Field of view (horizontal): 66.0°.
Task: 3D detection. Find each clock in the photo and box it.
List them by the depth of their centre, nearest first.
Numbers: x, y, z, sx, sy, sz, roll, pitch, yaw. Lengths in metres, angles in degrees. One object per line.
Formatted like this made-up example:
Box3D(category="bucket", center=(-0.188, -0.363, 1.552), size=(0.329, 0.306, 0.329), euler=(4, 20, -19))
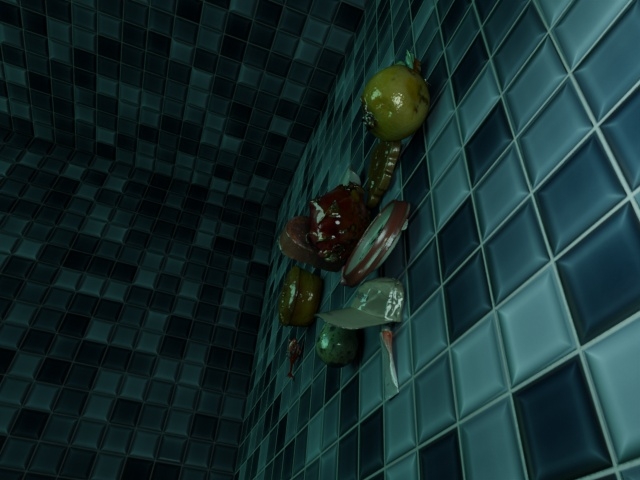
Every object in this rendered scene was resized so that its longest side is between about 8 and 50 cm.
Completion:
Box3D(category="clock", center=(0.179, 0.012, 1.525), size=(0.319, 0.080, 0.318), euler=(-57, 4, 6))

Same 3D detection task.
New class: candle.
Box3D(category="candle", center=(0.000, 0.000, 2.058), size=(0.287, 0.316, 0.131), euler=(54, 140, 18))

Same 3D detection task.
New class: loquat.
Box3D(category="loquat", center=(0.234, -0.438, 1.596), size=(0.244, 0.243, 0.244), euler=(-164, 90, -77))

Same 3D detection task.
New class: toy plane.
Box3D(category="toy plane", center=(-0.131, 0.555, 2.328), size=(0.126, 0.077, 0.194), euler=(-81, 2, -67))

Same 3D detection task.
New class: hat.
Box3D(category="hat", center=(0.110, 0.169, 1.405), size=(0.214, 0.244, 0.149), euler=(4, 85, 61))

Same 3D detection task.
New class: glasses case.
Box3D(category="glasses case", center=(0.106, -0.197, 2.199), size=(0.128, 0.083, 0.308), euler=(-81, 13, -54))

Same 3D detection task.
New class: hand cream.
Box3D(category="hand cream", center=(0.185, 0.318, 1.336), size=(0.052, 0.038, 0.216), euler=(83, -176, -52))

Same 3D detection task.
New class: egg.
Box3D(category="egg", center=(0.059, 0.327, 1.616), size=(0.141, 0.141, 0.182), euler=(121, 169, -50))

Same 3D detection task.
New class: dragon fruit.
Box3D(category="dragon fruit", center=(0.067, -0.073, 1.870), size=(0.250, 0.250, 0.316), euler=(-156, 75, -77))

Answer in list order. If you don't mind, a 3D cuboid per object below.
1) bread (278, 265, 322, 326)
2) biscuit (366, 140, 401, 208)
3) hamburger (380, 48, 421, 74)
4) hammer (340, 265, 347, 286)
Box3D(category="bread", center=(-0.101, 0.272, 2.331), size=(0.312, 0.172, 0.313), euler=(-166, 90, -82))
Box3D(category="biscuit", center=(0.231, -0.281, 1.843), size=(0.302, 0.043, 0.278), euler=(-90, 18, -55))
Box3D(category="hamburger", center=(0.257, -0.540, 1.811), size=(0.260, 0.150, 0.276), euler=(-167, 92, -79))
Box3D(category="hammer", center=(0.097, 0.136, 1.908), size=(0.043, 0.043, 0.083), euler=(126, 155, -58))
